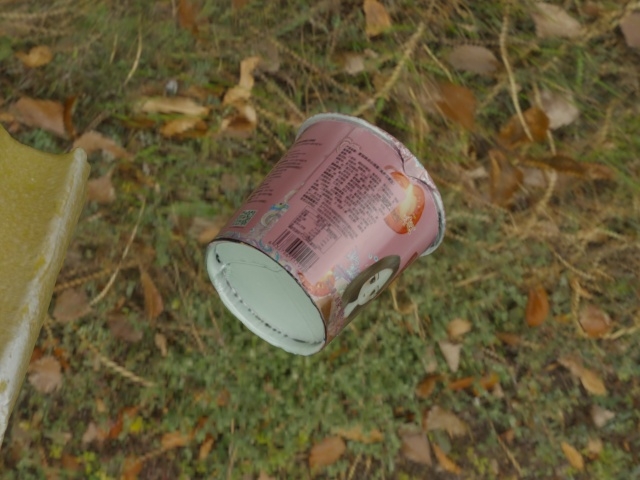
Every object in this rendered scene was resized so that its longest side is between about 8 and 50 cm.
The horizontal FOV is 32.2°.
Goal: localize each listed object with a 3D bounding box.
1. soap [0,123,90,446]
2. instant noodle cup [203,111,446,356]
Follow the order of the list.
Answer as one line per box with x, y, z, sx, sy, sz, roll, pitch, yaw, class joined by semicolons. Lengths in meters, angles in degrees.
-0.372;0.076;1.180;0.156;0.335;0.293;22;138;-15;soap
0.000;0.000;1.396;0.231;0.243;0.243;-48;117;-30;instant noodle cup
